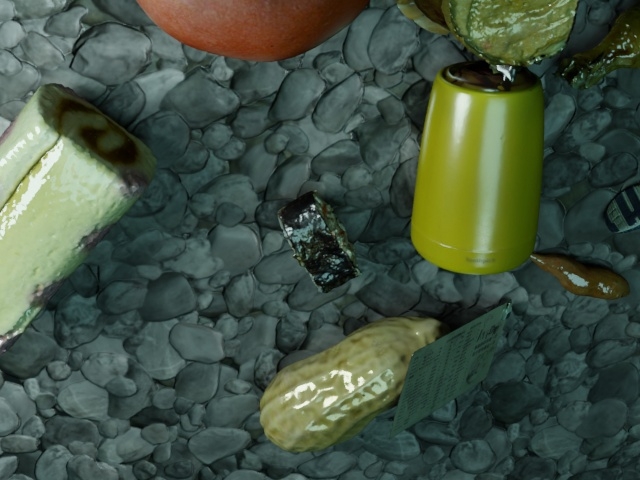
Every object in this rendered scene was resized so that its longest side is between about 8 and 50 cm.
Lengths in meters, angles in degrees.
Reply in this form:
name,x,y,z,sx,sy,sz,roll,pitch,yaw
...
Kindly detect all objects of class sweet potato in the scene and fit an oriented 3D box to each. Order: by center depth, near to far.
name,x,y,z,sx,sy,sz,roll,pitch,yaw
sweet potato,0.394,0.054,1.623,0.194,0.056,0.056,21,114,-15

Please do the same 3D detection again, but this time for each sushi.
name,x,y,z,sx,sy,sz,roll,pitch,yaw
sushi,0.000,0.000,1.490,0.078,0.090,0.150,-26,123,9

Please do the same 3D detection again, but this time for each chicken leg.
name,x,y,z,sx,sy,sz,roll,pitch,yaw
chicken leg,0.428,-0.261,1.422,0.227,0.088,0.103,-35,133,6

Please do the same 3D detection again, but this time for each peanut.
name,x,y,z,sx,sy,sz,roll,pitch,yaw
peanut,0.057,0.216,1.601,0.325,0.140,0.153,-27,137,1

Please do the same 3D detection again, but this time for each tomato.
name,x,y,z,sx,sy,sz,roll,pitch,yaw
tomato,-0.079,-0.346,1.139,0.321,0.321,0.322,-5,121,-8

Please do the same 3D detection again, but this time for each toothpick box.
name,x,y,z,sx,sy,sz,roll,pitch,yaw
toothpick box,0.216,-0.107,1.423,0.175,0.175,0.271,-3,117,-9

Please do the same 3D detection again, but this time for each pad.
name,x,y,z,sx,sy,sz,roll,pitch,yaw
pad,0.202,0.193,1.594,0.265,0.009,0.160,-21,133,-45

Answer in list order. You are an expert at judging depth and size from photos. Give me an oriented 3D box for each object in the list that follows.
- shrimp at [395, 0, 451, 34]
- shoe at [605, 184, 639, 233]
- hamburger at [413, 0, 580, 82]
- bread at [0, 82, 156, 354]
name,x,y,z,sx,sy,sz,roll,pitch,yaw
shrimp,0.198,-0.340,1.356,0.217,0.051,0.150,-13,125,6
shoe,0.498,-0.047,1.580,0.142,0.064,0.071,-23,140,9
hamburger,0.207,-0.343,1.236,0.211,0.132,0.309,1,131,-8
bread,-0.383,-0.025,1.362,0.187,0.155,0.338,37,110,-19
